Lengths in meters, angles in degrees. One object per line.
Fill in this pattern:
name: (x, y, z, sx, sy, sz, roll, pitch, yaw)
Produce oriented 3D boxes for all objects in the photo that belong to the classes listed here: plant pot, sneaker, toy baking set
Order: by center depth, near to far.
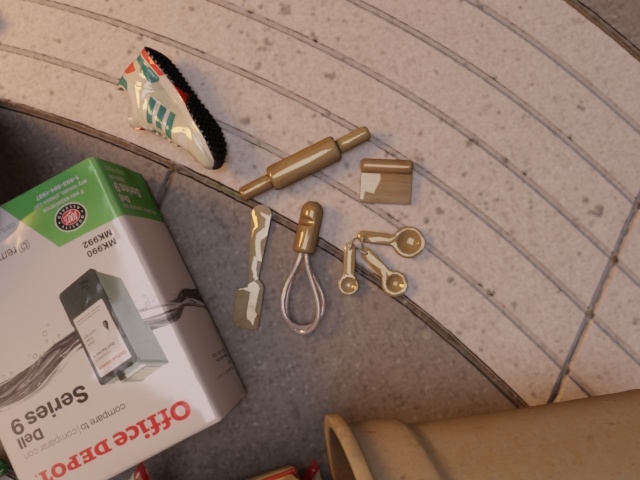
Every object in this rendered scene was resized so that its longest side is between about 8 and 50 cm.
plant pot: (0.193, 0.274, 0.487, 0.305, 0.334, 0.334, -14, 86, -9)
toy baking set: (-0.001, -0.007, 0.635, 0.256, 0.030, 0.197, -22, 86, 2)
sneaker: (-0.173, -0.136, 0.649, 0.075, 0.057, 0.161, -36, 86, 18)

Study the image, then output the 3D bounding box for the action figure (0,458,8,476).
action figure: (-0.457, 0.279, 0.629, 0.232, 0.063, 0.137, -15, 84, 6)

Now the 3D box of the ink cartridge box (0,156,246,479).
ink cartridge box: (-0.238, 0.093, 0.597, 0.211, 0.121, 0.289, -28, 85, 2)

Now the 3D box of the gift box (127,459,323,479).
gift box: (-0.083, 0.327, 0.491, 0.254, 0.258, 0.277, -9, 75, -14)
